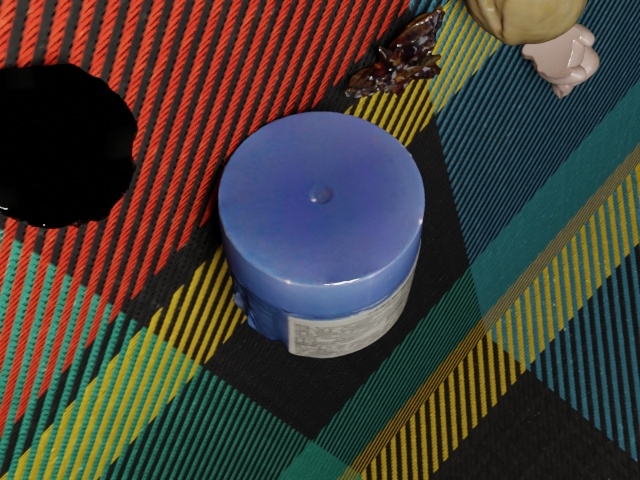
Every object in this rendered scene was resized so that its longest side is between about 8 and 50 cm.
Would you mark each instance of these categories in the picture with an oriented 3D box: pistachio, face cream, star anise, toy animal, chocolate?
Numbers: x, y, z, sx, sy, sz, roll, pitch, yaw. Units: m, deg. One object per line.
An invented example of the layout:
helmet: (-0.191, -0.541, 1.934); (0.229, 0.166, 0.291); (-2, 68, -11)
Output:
pistachio: (0.271, -0.352, 1.440); (0.181, 0.162, 0.293); (-67, 156, -3)
face cream: (0.000, 0.000, 1.375); (0.249, 0.249, 0.225); (-41, 157, -22)
star anise: (0.117, -0.251, 1.451); (0.212, 0.053, 0.157); (-8, 135, -58)
toy animal: (0.425, -0.316, 1.889); (0.124, 0.124, 0.212); (-54, 165, 14)
chocolate: (-0.246, -0.067, 0.973); (0.156, 0.156, 0.133); (-38, -175, -27)
